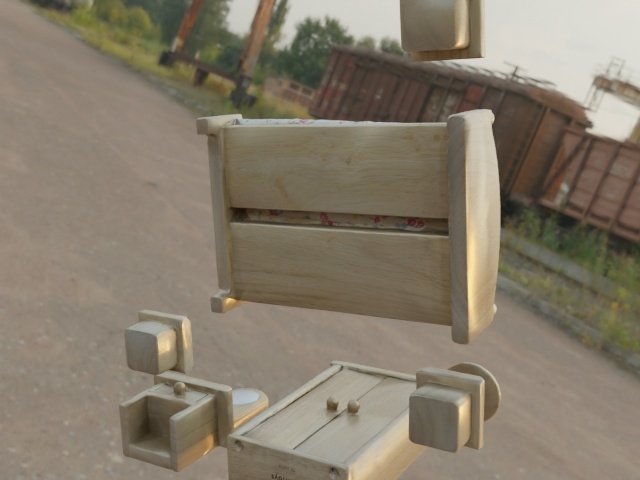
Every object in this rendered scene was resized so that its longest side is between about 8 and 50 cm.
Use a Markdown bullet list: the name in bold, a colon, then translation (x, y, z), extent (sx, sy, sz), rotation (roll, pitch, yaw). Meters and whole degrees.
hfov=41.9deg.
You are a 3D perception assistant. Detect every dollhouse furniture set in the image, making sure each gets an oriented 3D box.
- **dollhouse furniture set**: translation (0.000, 0.000, 0.634), extent (0.303, 0.356, 0.174), rotation (5, 14, 30)
